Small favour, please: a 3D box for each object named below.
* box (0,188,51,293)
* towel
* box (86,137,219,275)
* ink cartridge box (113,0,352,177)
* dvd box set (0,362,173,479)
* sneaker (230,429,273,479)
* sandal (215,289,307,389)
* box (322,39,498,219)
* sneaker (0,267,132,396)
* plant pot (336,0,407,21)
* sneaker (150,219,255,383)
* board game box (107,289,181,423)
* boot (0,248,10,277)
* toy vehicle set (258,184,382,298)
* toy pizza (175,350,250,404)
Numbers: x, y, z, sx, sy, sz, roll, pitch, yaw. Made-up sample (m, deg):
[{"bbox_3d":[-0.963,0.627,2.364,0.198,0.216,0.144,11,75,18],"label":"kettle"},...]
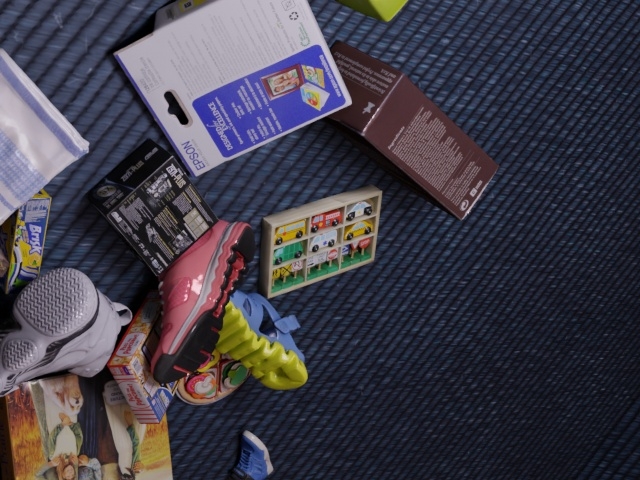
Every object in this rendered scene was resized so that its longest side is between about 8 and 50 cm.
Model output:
[{"bbox_3d":[-0.470,-0.003,1.796,0.054,0.059,0.168,-4,119,-39],"label":"box"},{"bbox_3d":[-0.504,-0.118,1.666,0.285,0.034,0.209,-43,119,-11],"label":"towel"},{"bbox_3d":[-0.279,-0.054,1.919,0.147,0.077,0.180,-44,138,-10],"label":"box"},{"bbox_3d":[-0.139,-0.281,1.874,0.307,0.072,0.303,-23,136,5],"label":"ink cartridge box"},{"bbox_3d":[-0.402,0.433,2.006,0.308,0.062,0.420,-6,91,-39],"label":"dvd box set"},{"bbox_3d":[-0.154,0.468,2.401,0.084,0.058,0.152,-43,145,-24],"label":"sneaker"},{"bbox_3d":[-0.143,0.151,2.152,0.126,0.138,0.317,-23,129,32],"label":"sandal"},{"bbox_3d":[0.150,-0.200,2.125,0.143,0.191,0.381,-56,139,2],"label":"box"},{"bbox_3d":[-0.476,0.191,1.854,0.366,0.137,0.210,-35,157,8],"label":"sneaker"},{"bbox_3d":[0.061,-0.516,1.810,0.227,0.228,0.207,-51,133,-1],"label":"plant pot"},{"bbox_3d":[-0.231,0.099,1.993,0.313,0.136,0.116,-64,158,-15],"label":"sneaker"},{"bbox_3d":[-0.291,0.203,2.013,0.193,0.045,0.146,-66,144,-48],"label":"board game box"},{"bbox_3d":[-0.504,0.032,1.748,0.037,0.114,0.106,-31,136,-26],"label":"boot"},{"bbox_3d":[0.000,0.000,2.238,0.267,0.035,0.166,-19,128,-32],"label":"toy vehicle set"},{"bbox_3d":[-0.198,0.239,2.226,0.201,0.032,0.201,-23,130,-30],"label":"toy pizza"}]
